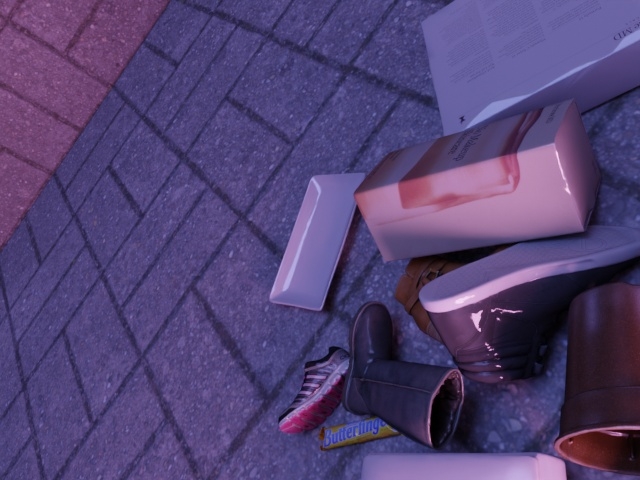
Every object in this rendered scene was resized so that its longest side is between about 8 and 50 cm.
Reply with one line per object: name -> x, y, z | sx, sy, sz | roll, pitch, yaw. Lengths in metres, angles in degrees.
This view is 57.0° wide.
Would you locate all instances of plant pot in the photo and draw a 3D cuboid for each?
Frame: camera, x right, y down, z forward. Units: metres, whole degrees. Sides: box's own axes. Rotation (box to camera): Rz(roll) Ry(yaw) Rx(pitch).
plant pot -> 0.332, 0.143, 0.621 | 0.167, 0.167, 0.165 | -17, 48, 36

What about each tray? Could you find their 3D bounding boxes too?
tray -> 0.000, 0.000, 1.106 | 0.145, 0.030, 0.270 | 4, 69, 44

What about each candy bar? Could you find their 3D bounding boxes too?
candy bar -> 0.062, 0.286, 0.886 | 0.161, 0.018, 0.040 | -24, 52, 31

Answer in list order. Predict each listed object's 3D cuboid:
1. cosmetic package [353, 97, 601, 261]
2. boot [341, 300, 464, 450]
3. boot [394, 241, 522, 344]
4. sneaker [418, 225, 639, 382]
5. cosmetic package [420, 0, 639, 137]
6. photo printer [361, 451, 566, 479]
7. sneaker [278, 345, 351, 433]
cosmetic package -> 0.216, -0.077, 0.835 | 0.296, 0.129, 0.153 | -11, 25, 38
boot -> 0.112, 0.175, 0.818 | 0.208, 0.076, 0.189 | 160, 119, -65
boot -> 0.199, 0.048, 0.860 | 0.197, 0.073, 0.152 | -52, 38, 3
sneaker -> 0.283, 0.083, 0.749 | 0.296, 0.146, 0.104 | -20, 17, 0
cosmetic package -> 0.354, -0.322, 0.912 | 0.377, 0.097, 0.284 | -25, 49, 32
photo printer -> 0.155, 0.402, 0.661 | 0.256, 0.107, 0.307 | -15, 57, 37
sneaker -> -0.007, 0.236, 0.949 | 0.170, 0.063, 0.075 | -46, 43, 6
